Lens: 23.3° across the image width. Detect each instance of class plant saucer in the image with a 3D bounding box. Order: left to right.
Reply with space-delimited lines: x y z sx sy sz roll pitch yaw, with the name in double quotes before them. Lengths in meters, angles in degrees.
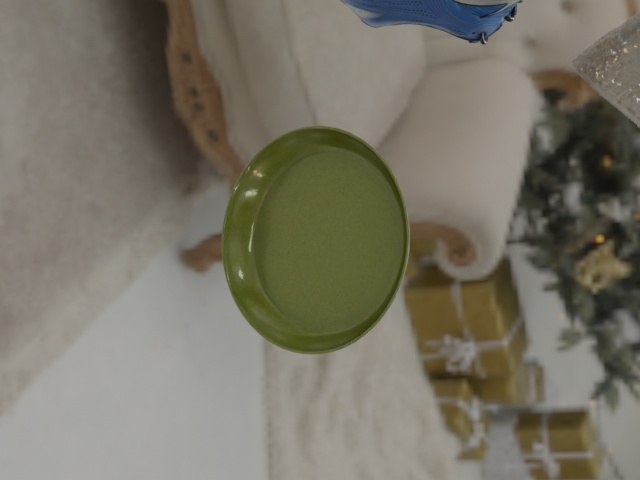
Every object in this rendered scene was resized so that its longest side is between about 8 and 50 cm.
"plant saucer" 0.000 0.000 1.646 0.037 0.241 0.241 4 81 -56

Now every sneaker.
"sneaker" 0.165 -0.271 1.457 0.147 0.330 0.130 54 37 -52

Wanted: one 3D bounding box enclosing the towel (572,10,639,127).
"towel" 0.428 -0.189 1.739 0.282 0.187 0.049 32 26 -40
